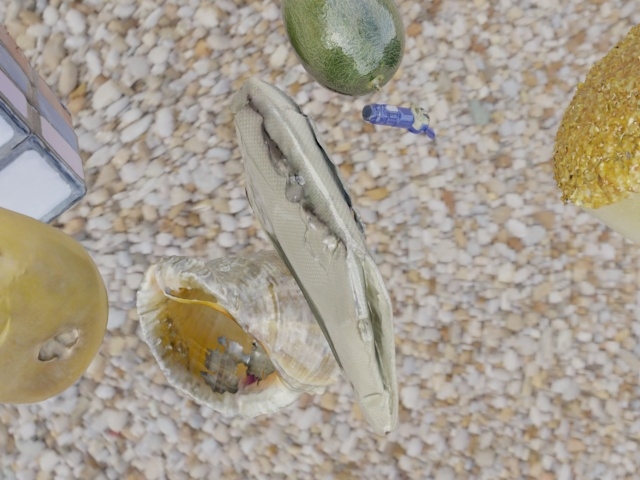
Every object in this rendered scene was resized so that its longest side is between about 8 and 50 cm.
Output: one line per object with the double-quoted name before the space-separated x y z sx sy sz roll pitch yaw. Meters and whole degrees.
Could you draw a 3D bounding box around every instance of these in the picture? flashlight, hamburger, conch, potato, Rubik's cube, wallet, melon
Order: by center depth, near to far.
"potato" -0.267 0.048 1.018 0.150 0.234 0.146 -33 64 15
"wallet" -0.003 0.002 1.132 0.068 0.275 0.335 -24 62 -6
"melon" 0.023 -0.212 1.253 0.114 0.114 0.167 -21 68 -16
"hamburger" 0.366 -0.134 1.278 0.294 0.276 0.179 -37 107 26
"flashlight" 0.104 -0.163 1.636 0.121 0.035 0.057 4 53 -43
"Rubik's cube" -0.560 -0.144 1.722 0.363 0.359 0.362 -32 118 5
"conch" -0.106 0.121 1.926 0.352 0.210 0.297 34 116 -4
